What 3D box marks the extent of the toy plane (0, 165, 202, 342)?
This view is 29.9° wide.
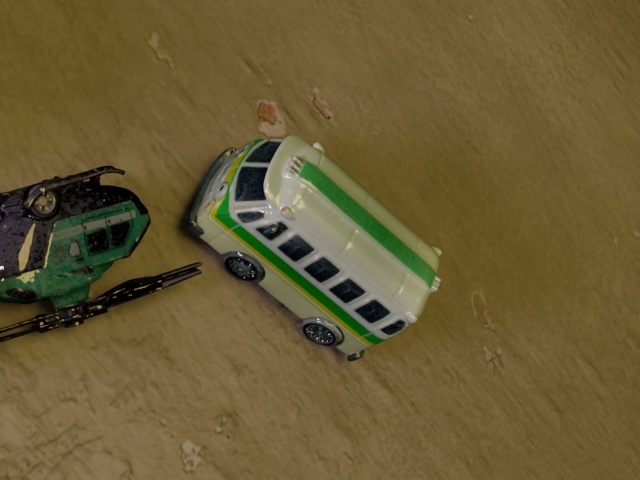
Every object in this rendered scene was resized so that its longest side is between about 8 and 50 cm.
[{"bbox_3d":[-0.287,0.026,1.179,0.381,0.106,0.155,-23,101,-47],"label":"toy plane"}]

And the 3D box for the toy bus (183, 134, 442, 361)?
[{"bbox_3d":[0.000,0.000,1.376,0.276,0.164,0.134,40,52,-22],"label":"toy bus"}]
